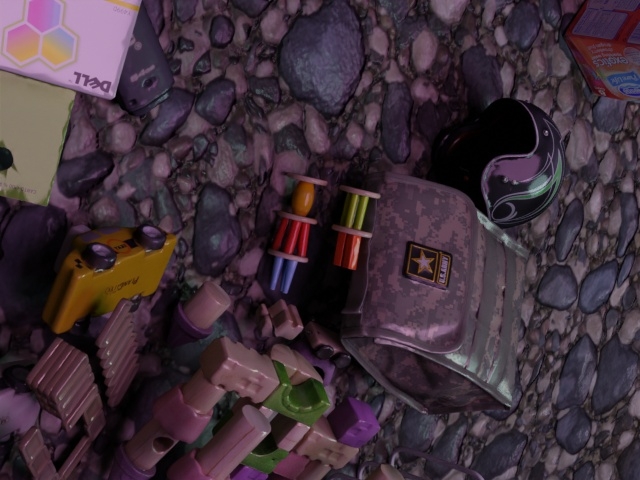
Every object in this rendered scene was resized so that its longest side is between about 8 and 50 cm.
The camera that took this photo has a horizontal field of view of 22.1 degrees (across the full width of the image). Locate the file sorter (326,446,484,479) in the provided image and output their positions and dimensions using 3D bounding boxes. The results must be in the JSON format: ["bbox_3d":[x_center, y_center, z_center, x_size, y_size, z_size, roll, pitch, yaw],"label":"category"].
[{"bbox_3d":[0.071,0.406,2.181,0.277,0.193,0.173,-15,111,-44],"label":"file sorter"}]

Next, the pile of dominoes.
[{"bbox_3d":[-0.271,0.170,1.790,0.196,0.040,0.251,-56,170,-21],"label":"pile of dominoes"}]

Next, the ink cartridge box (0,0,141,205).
[{"bbox_3d":[-0.303,-0.168,1.630,0.188,0.097,0.255,14,93,-33],"label":"ink cartridge box"}]

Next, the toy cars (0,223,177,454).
[{"bbox_3d":[-0.310,0.102,1.748,0.394,0.087,0.176,-49,160,-21],"label":"toy cars"}]

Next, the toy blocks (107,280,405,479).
[{"bbox_3d":[-0.106,0.246,1.958,0.288,0.309,0.260,27,115,-36],"label":"toy blocks"}]

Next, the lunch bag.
[{"bbox_3d":[0.138,0.068,2.125,0.287,0.169,0.235,36,55,-46],"label":"lunch bag"}]

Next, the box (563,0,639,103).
[{"bbox_3d":[0.514,-0.357,2.435,0.300,0.154,0.142,-56,136,-20],"label":"box"}]

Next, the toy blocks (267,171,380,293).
[{"bbox_3d":[0.000,0.000,2.027,0.054,0.123,0.148,-4,108,-79],"label":"toy blocks"}]

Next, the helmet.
[{"bbox_3d":[0.256,-0.105,2.233,0.161,0.169,0.169,-30,125,-18],"label":"helmet"}]

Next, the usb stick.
[{"bbox_3d":[-0.228,-0.261,1.749,0.077,0.045,0.278,-42,130,-28],"label":"usb stick"}]
